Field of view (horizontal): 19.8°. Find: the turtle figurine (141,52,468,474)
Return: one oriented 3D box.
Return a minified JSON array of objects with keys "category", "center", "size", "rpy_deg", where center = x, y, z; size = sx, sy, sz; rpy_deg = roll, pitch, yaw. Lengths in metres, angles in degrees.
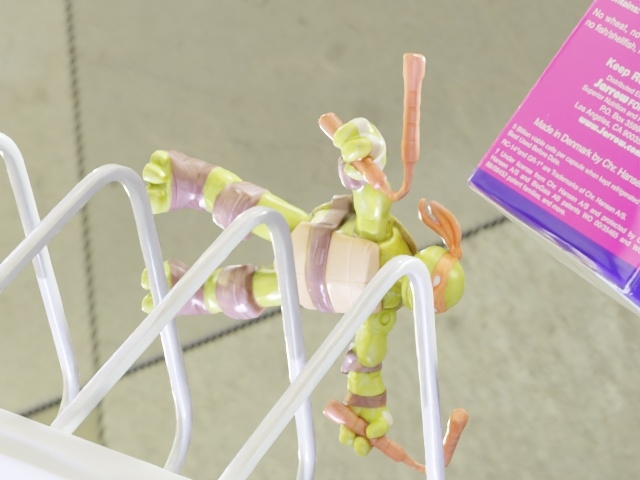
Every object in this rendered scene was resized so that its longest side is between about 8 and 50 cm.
[{"category":"turtle figurine","center":[0.000,0.000,1.080],"size":[0.217,0.087,0.270],"rpy_deg":[11,123,27]}]

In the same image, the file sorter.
[{"category":"file sorter","center":[-0.104,0.078,0.718],"size":[0.277,0.193,0.173],"rpy_deg":[17,45,26]}]

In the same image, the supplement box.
[{"category":"supplement box","center":[0.192,-0.073,0.886],"size":[0.114,0.111,0.220],"rpy_deg":[38,92,37]}]
